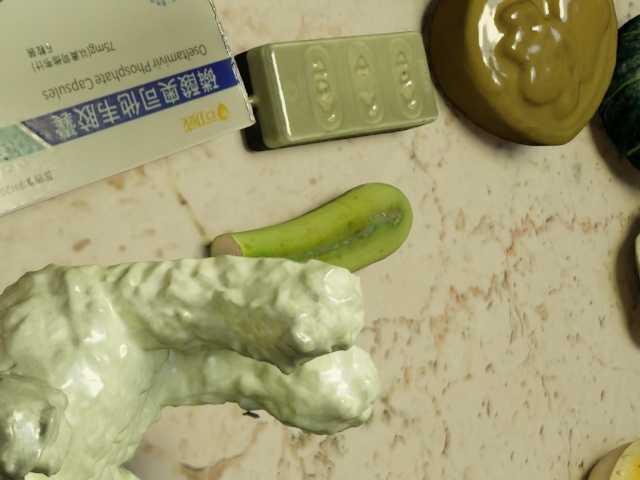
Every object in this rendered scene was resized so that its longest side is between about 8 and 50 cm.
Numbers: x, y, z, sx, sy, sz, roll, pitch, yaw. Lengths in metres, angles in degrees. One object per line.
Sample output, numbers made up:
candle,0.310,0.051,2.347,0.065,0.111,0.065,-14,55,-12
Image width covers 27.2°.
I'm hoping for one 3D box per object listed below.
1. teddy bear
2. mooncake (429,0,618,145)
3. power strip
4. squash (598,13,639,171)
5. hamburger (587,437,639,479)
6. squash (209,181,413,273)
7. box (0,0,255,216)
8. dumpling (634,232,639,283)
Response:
teddy bear,-0.167,0.205,0.959,0.327,0.375,0.362,78,20,-57
mooncake,0.251,-0.220,1.564,0.234,0.117,0.235,-2,93,-33
power strip,0.018,-0.158,1.390,0.256,0.070,0.105,-13,91,-43
squash,0.482,-0.191,1.752,0.252,0.165,0.252,9,62,-17
hamburger,0.417,0.345,1.615,0.237,0.147,0.237,8,79,-45
squash,0.000,0.000,1.338,0.250,0.083,0.083,-20,95,-41
box,-0.224,-0.146,1.156,0.343,0.065,0.200,-26,98,-43
dumpling,0.485,0.022,1.759,0.162,0.132,0.250,48,61,-34
